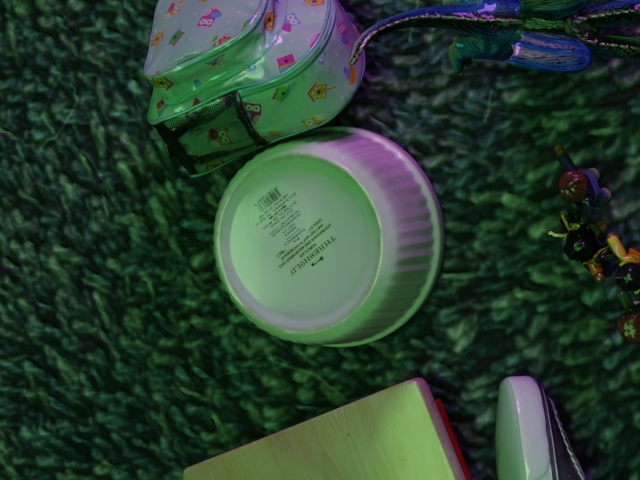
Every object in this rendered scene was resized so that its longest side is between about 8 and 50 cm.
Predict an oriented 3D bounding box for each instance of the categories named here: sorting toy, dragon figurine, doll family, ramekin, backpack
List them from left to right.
[{"bbox_3d":[-0.060,-0.166,1.428,0.188,0.166,0.144,-12,132,16],"label":"backpack"},{"bbox_3d":[0.000,0.000,1.447,0.207,0.109,0.207,2,95,23],"label":"ramekin"},{"bbox_3d":[0.040,0.283,1.460,0.255,0.089,0.257,-24,85,23],"label":"sorting toy"},{"bbox_3d":[0.174,-0.179,1.312,0.144,0.289,0.085,7,95,61],"label":"dragon figurine"},{"bbox_3d":[0.245,0.007,1.342,0.076,0.111,0.193,-45,76,19],"label":"doll family"}]

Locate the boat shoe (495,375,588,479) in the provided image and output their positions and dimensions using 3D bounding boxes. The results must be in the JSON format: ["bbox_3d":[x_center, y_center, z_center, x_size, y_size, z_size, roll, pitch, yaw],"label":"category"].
[{"bbox_3d":[0.225,0.262,1.381,0.102,0.108,0.301,-9,76,-8],"label":"boat shoe"}]
